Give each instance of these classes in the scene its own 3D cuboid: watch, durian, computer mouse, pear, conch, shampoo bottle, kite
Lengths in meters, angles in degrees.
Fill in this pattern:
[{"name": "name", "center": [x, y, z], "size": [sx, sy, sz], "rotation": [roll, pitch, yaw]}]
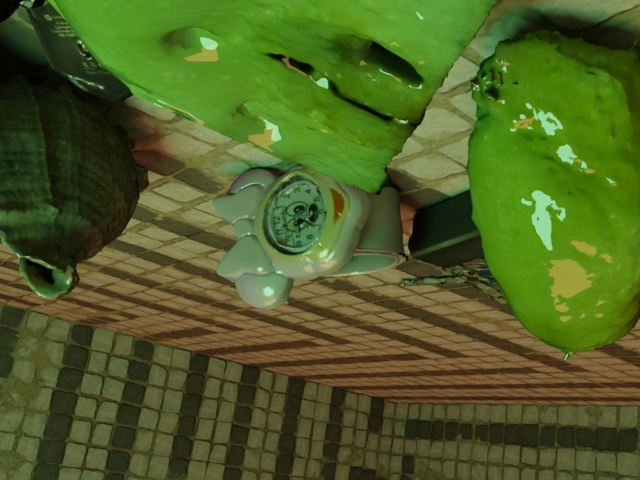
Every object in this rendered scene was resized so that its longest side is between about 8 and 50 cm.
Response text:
[{"name": "watch", "center": [0.000, 0.000, 1.039], "size": [0.248, 0.211, 0.217], "rotation": [-13, 161, 30]}, {"name": "durian", "center": [0.258, -0.036, 0.719], "size": [0.204, 0.339, 0.256], "rotation": [-15, -178, 7]}, {"name": "computer mouse", "center": [-0.222, -0.216, 0.678], "size": [0.106, 0.062, 0.192], "rotation": [7, 144, 15]}, {"name": "pear", "center": [-0.036, -0.204, 0.402], "size": [0.318, 0.238, 0.342], "rotation": [22, 166, -2]}, {"name": "conch", "center": [-0.334, -0.090, 0.867], "size": [0.352, 0.210, 0.297], "rotation": [34, 163, 47]}, {"name": "shampoo bottle", "center": [0.214, -0.017, 1.033], "size": [0.080, 0.079, 0.246], "rotation": [18, 159, -23]}, {"name": "kite", "center": [0.311, 0.071, 1.354], "size": [0.368, 0.014, 0.406], "rotation": [-6, 157, 39]}]

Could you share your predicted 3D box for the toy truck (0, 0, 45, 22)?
[{"name": "toy truck", "center": [-0.259, -0.248, 0.520], "size": [0.242, 0.101, 0.125], "rotation": [-17, 105, 50]}]
